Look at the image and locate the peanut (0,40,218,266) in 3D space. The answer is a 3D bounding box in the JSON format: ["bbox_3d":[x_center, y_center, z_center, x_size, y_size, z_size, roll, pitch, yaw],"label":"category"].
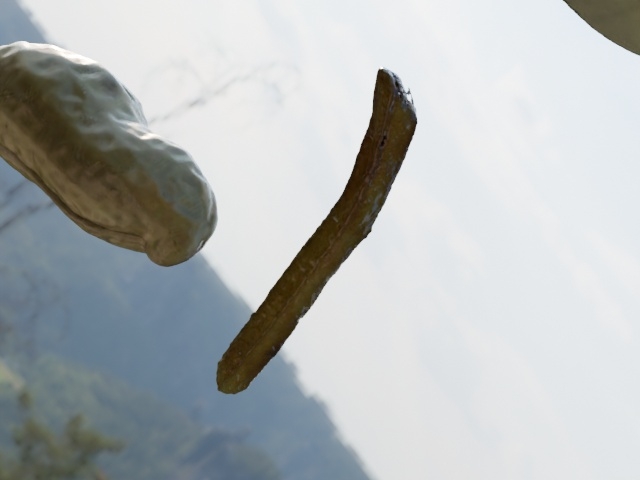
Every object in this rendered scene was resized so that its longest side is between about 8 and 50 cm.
[{"bbox_3d":[-0.124,-0.053,1.004,0.174,0.080,0.080,41,-11,20],"label":"peanut"}]

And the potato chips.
[{"bbox_3d":[0.000,0.000,0.994,0.037,0.204,0.026,21,19,-30],"label":"potato chips"}]

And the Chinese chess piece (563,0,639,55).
[{"bbox_3d":[0.147,-0.142,0.756,0.144,0.058,0.144,34,-30,23],"label":"Chinese chess piece"}]
